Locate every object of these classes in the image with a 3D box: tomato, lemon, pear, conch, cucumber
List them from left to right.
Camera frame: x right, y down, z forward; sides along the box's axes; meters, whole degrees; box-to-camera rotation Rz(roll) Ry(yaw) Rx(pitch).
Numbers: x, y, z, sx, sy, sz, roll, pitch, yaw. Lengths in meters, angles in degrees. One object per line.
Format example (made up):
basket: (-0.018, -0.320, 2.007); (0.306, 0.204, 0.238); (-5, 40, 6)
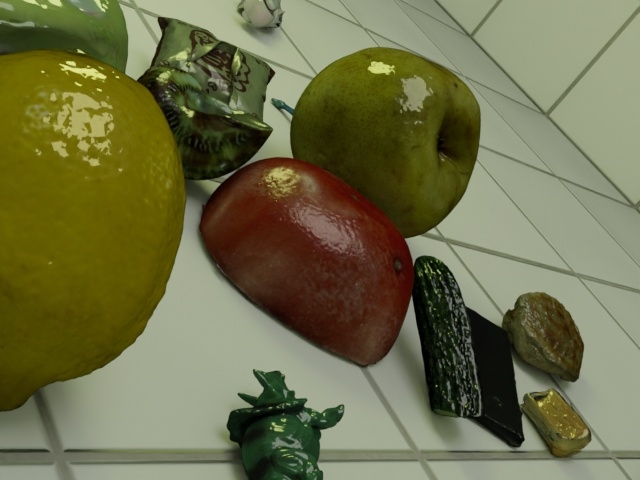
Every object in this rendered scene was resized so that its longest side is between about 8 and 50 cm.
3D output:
lemon: (-0.238, -0.014, 0.822); (0.245, 0.319, 0.245); (10, -11, 2)
conch: (-0.179, -0.156, 1.338); (0.187, 0.124, 0.181); (7, 32, -36)
tomato: (0.007, -0.005, 1.323); (0.338, 0.143, 0.338); (34, 23, -16)
pear: (0.094, -0.160, 1.548); (0.304, 0.304, 0.304); (32, 24, -16)
cucumber: (0.172, 0.129, 1.317); (0.077, 0.077, 0.265); (21, 50, -36)

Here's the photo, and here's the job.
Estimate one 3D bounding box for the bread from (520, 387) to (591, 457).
bread: (0.349, 0.269, 1.438); (0.072, 0.053, 0.106); (-5, 41, -27)

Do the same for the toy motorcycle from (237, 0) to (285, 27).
toy motorcycle: (-0.119, -0.515, 2.142); (0.112, 0.112, 0.254); (33, 22, -13)

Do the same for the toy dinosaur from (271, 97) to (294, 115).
toy dinosaur: (0.038, -0.165, 1.746); (0.329, 0.076, 0.144); (29, 16, 3)

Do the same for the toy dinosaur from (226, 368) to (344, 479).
toy dinosaur: (-0.014, 0.231, 0.942); (0.120, 0.079, 0.292); (14, 31, -35)

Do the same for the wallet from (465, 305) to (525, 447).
wallet: (0.231, 0.181, 1.451); (0.146, 0.030, 0.285); (29, 26, -9)

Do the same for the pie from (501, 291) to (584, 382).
pie: (0.381, 0.167, 1.640); (0.194, 0.079, 0.163); (14, 41, -44)

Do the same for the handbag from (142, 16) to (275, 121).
handbag: (-0.176, -0.250, 1.525); (0.213, 0.127, 0.235); (29, 37, -19)

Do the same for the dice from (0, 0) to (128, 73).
dice: (-0.365, -0.192, 0.975); (0.250, 0.252, 0.254); (7, 41, -50)
